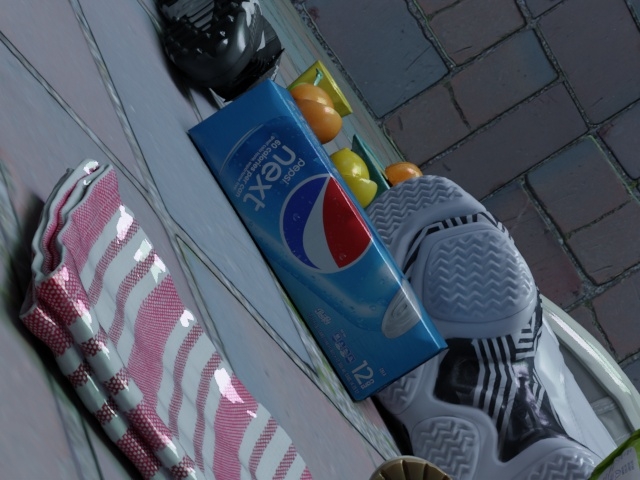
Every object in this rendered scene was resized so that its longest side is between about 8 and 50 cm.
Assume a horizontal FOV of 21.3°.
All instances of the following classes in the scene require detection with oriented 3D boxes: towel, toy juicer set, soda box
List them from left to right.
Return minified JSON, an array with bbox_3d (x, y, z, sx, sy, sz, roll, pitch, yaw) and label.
[{"bbox_3d":[-0.041,0.068,0.629,0.197,0.029,0.144,55,7,-17],"label":"towel"},{"bbox_3d":[0.000,0.000,1.123,0.210,0.067,0.071,57,6,7],"label":"soda box"},{"bbox_3d":[0.069,-0.046,1.794,0.329,0.089,0.209,58,6,-2],"label":"toy juicer set"}]

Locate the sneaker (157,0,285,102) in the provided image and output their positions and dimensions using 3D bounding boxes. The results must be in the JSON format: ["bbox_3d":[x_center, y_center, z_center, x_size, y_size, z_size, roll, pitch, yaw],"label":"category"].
[{"bbox_3d":[-0.066,-0.148,1.299,0.106,0.078,0.234,52,5,-21],"label":"sneaker"}]

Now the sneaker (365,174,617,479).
[{"bbox_3d":[0.136,0.136,1.227,0.210,0.137,0.365,48,16,-59],"label":"sneaker"}]

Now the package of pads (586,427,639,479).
[{"bbox_3d":[0.224,0.254,0.846,0.229,0.101,0.296,32,30,-19],"label":"package of pads"}]

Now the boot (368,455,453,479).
[{"bbox_3d":[0.057,0.159,0.848,0.158,0.059,0.084,64,-1,-27],"label":"boot"}]

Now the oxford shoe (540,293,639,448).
[{"bbox_3d":[0.205,0.211,1.393,0.449,0.130,0.169,56,-34,-4],"label":"oxford shoe"}]
